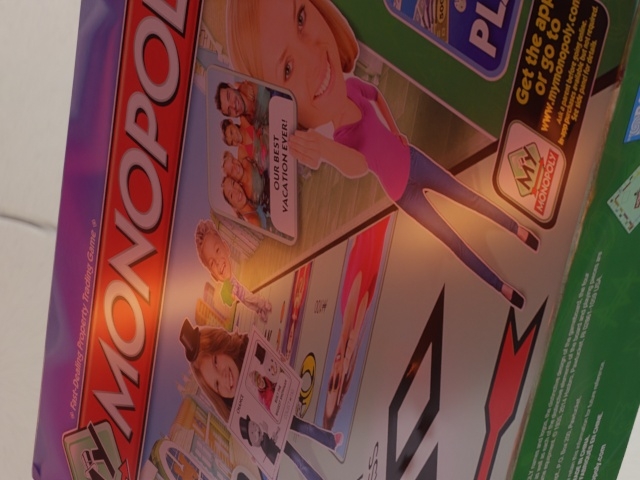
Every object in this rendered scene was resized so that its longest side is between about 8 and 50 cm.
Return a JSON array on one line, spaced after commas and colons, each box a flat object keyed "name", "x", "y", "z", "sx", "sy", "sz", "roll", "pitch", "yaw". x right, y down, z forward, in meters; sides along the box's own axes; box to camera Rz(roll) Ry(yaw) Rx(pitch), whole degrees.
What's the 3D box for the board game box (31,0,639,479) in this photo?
[{"name": "board game box", "x": 0.000, "y": 0.000, "z": 0.497, "sx": 0.046, "sy": 0.213, "sz": 0.317, "roll": -14, "pitch": 129, "yaw": -35}]
